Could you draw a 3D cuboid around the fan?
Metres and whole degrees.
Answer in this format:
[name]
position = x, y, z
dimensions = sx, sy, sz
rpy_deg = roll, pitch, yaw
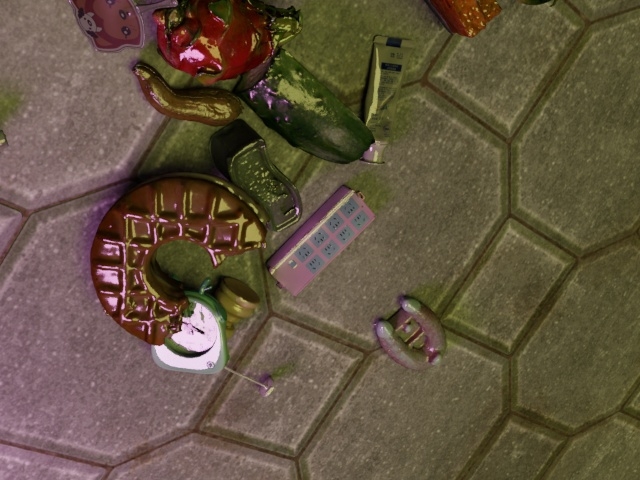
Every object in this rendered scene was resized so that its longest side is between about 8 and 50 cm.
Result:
[fan]
position = -0.323, -0.379, 1.586
dimensions = 0.132, 0.220, 0.009
rpy_deg = 63, 37, -31

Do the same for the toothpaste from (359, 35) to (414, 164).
[toothpaste]
position = 0.131, -0.293, 2.002
dimensions = 0.096, 0.061, 0.266
rpy_deg = 0, 109, -30

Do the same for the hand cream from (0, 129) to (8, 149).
[hand cream]
position = -0.690, -0.115, 1.587
dimensions = 0.341, 0.078, 0.124
rpy_deg = -21, 126, -11

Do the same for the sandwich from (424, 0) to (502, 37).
[sandwich]
position = 0.257, -0.499, 1.873
dimensions = 0.109, 0.212, 0.292
rpy_deg = -38, 145, 11

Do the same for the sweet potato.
[sweet potato]
position = -0.252, -0.263, 1.771
dimensions = 0.233, 0.062, 0.081
rpy_deg = 14, 93, -33

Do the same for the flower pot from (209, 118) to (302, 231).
[flower pot]
position = -0.126, -0.122, 1.896
dimensions = 0.103, 0.108, 0.229
rpy_deg = -39, 129, -6

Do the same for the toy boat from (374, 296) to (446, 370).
[toy boat]
position = 0.236, 0.242, 2.343
dimensions = 0.155, 0.085, 0.227
rpy_deg = -44, 130, -5

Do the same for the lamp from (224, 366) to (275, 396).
[lamp]
position = -0.189, 0.294, 2.149
dimensions = 0.198, 0.056, 0.050
rpy_deg = 33, 97, -29

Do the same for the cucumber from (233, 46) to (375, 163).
[cucumber]
position = -0.015, -0.243, 1.876
dimensions = 0.325, 0.105, 0.145
rpy_deg = 37, 94, -34

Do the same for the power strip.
[power strip]
position = 0.000, 0.000, 2.088
dimensions = 0.279, 0.037, 0.109
rpy_deg = -45, 131, -2

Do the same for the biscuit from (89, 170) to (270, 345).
[biscuit]
position = -0.293, 0.019, 1.816
dimensions = 0.268, 0.115, 0.366
rpy_deg = 40, 104, -16

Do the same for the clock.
[clock]
position = -0.264, 0.168, 1.959
dimensions = 0.159, 0.066, 0.211
rpy_deg = 7, 107, 8

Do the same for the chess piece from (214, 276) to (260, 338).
[chess piece]
position = -0.213, 0.168, 2.028
dimensions = 0.094, 0.094, 0.170
rpy_deg = 25, 109, -39

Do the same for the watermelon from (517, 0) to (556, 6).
[watermelon]
position = 0.457, -0.560, 1.996
dimensions = 0.187, 0.141, 0.140
rpy_deg = 1, 116, -44

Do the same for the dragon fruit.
[dragon fruit]
position = -0.161, -0.380, 1.670
dimensions = 0.269, 0.198, 0.200
rpy_deg = -25, 161, -5
